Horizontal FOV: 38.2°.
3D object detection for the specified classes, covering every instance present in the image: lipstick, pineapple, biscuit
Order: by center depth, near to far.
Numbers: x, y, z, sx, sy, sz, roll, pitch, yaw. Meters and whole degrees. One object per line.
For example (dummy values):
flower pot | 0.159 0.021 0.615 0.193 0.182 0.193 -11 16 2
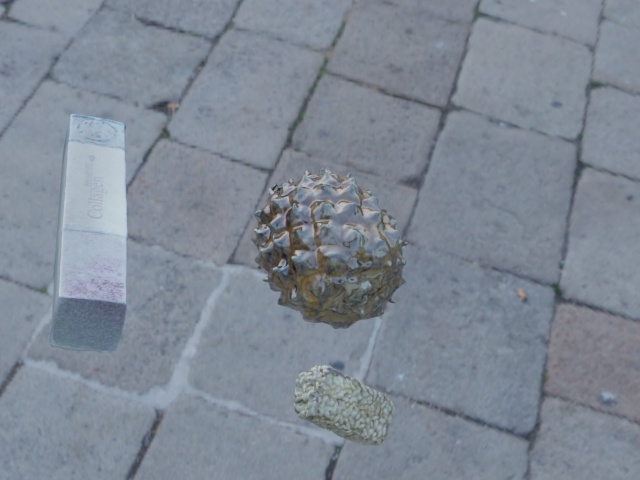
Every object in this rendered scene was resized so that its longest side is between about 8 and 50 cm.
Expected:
lipstick | -0.237 -0.019 0.955 0.066 0.068 0.317 8 36 -19
pineapple | 0.000 0.000 0.996 0.166 0.166 0.193 -16 48 -21
biscuit | 0.033 0.234 1.304 0.070 0.168 0.082 -7 62 42
